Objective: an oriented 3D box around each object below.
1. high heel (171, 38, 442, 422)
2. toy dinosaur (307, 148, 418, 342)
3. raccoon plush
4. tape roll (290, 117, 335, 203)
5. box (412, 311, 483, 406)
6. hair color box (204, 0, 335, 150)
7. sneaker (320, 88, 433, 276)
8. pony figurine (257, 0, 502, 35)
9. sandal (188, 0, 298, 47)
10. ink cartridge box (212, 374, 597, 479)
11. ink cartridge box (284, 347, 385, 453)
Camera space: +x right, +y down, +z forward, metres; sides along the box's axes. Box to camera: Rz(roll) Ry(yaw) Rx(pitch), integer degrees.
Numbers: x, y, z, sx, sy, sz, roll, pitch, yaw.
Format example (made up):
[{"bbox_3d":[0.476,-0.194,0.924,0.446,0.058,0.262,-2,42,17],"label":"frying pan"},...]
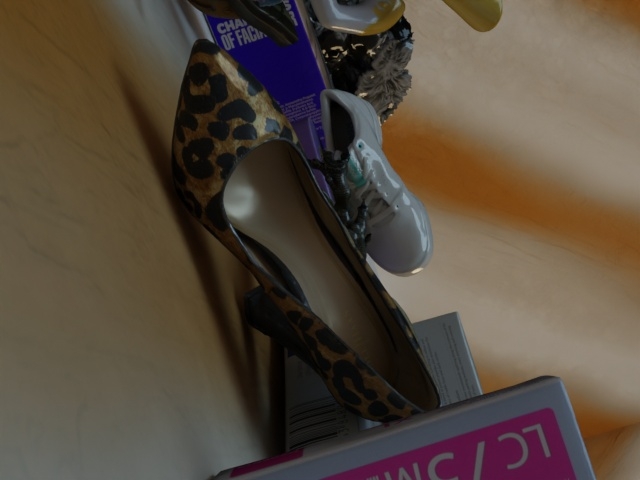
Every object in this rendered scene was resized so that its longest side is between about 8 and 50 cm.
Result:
[{"bbox_3d":[0.000,0.000,0.701,0.186,0.093,0.261,30,-34,41],"label":"high heel"},{"bbox_3d":[0.015,0.006,0.848,0.268,0.064,0.118,47,-33,46],"label":"toy dinosaur"},{"bbox_3d":[-0.031,-0.247,1.677,0.299,0.216,0.446,-123,-143,-46],"label":"raccoon plush"},{"bbox_3d":[-0.018,-0.023,1.100,0.189,0.080,0.189,-19,90,-85],"label":"tape roll"},{"bbox_3d":[0.100,0.134,0.998,0.102,0.087,0.101,69,6,-68],"label":"box"},{"bbox_3d":[-0.052,-0.219,1.302,0.185,0.110,0.338,-99,168,-57],"label":"hair color box"},{"bbox_3d":[0.045,-0.061,1.126,0.212,0.080,0.094,66,15,17],"label":"sneaker"},{"bbox_3d":[-0.017,-0.343,0.934,0.364,0.303,0.350,3,76,-42],"label":"pony figurine"},{"bbox_3d":[-0.101,-0.251,1.059,0.219,0.060,0.090,34,33,-51],"label":"sandal"},{"bbox_3d":[0.078,0.241,0.537,0.065,0.186,0.311,65,8,-86],"label":"ink cartridge box"},{"bbox_3d":[0.044,0.240,0.890,0.324,0.072,0.330,-98,172,-69],"label":"ink cartridge box"}]
